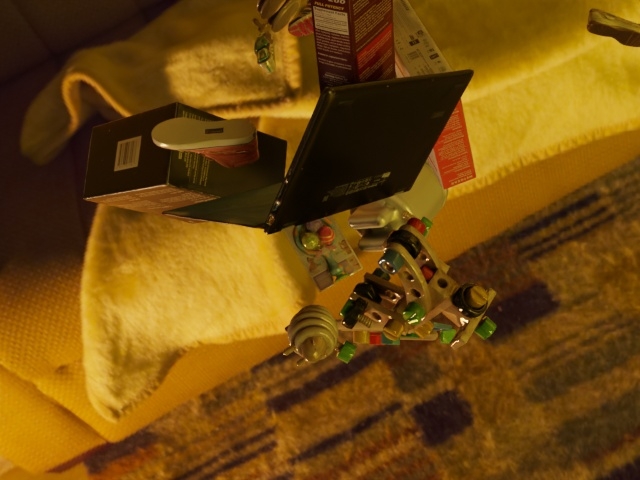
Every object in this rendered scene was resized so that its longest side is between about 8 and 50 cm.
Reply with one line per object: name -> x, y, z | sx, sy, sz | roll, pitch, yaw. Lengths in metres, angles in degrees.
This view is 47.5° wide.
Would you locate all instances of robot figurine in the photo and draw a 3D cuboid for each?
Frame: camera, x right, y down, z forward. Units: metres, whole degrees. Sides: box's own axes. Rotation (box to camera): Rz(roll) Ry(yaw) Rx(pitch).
robot figurine -> 0.212, -0.108, 1.930 | 0.200, 0.300, 0.353 | 1, 33, 38

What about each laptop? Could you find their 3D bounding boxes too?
laptop -> -0.009, -0.164, 1.255 | 0.236, 0.408, 0.382 | 44, 39, 23

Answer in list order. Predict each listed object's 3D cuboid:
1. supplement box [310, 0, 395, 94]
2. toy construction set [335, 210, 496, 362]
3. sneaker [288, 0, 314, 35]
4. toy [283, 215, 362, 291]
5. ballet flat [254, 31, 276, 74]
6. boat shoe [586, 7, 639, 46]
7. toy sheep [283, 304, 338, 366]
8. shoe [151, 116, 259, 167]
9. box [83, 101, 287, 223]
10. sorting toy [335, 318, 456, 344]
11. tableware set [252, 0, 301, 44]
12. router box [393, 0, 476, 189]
supplement box -> 0.054, -0.308, 1.119 | 0.073, 0.239, 0.130 | 21, 50, 26
toy construction set -> 0.198, 0.094, 1.326 | 0.237, 0.257, 0.309 | 33, 31, 3
sneaker -> -0.015, -0.584, 1.830 | 0.170, 0.063, 0.075 | -35, 64, 13
toy -> 0.000, 0.000, 1.906 | 0.137, 0.056, 0.237 | -28, 85, -14
ballet flat -> -0.142, -0.485, 1.900 | 0.057, 0.052, 0.168 | -23, 39, 17
boat shoe -> 0.654, -0.464, 1.582 | 0.153, 0.056, 0.048 | 13, 73, -4
toy sheep -> -0.014, 0.148, 1.171 | 0.091, 0.091, 0.132 | -20, 33, 10
shoe -> -0.194, -0.162, 1.245 | 0.178, 0.081, 0.063 | -2, 57, 2
box -> -0.306, -0.160, 1.651 | 0.343, 0.312, 0.179 | -3, 78, 43
sorting toy -> 0.141, 0.213, 1.635 | 0.348, 0.196, 0.047 | -4, 75, 36
tableware set -> -0.086, -0.462, 1.416 | 0.039, 0.194, 0.128 | 41, 97, 4
router box -> 0.232, -0.333, 1.637 | 0.082, 0.301, 0.335 | -21, 47, 3
